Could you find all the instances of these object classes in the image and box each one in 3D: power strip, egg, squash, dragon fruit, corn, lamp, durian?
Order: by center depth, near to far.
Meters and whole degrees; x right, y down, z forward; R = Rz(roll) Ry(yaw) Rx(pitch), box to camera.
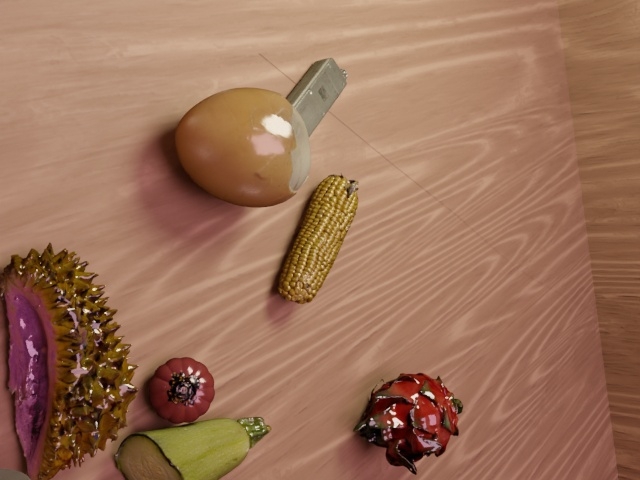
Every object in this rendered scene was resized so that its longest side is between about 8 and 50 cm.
[{"bbox_3d":[-0.339,0.170,0.994,0.191,0.112,0.342,-6,92,-46],"label":"durian"},{"bbox_3d":[-0.225,0.243,1.133,0.107,0.092,0.108,3,79,-14],"label":"lamp"},{"bbox_3d":[-0.196,0.363,1.162,0.287,0.137,0.138,7,84,-58],"label":"squash"},{"bbox_3d":[-0.128,-0.157,1.177,0.244,0.201,0.201,3,87,-36],"label":"egg"},{"bbox_3d":[0.000,0.000,1.391,0.106,0.106,0.293,41,61,-40],"label":"corn"},{"bbox_3d":[-0.031,-0.265,1.397,0.078,0.052,0.272,55,53,-33],"label":"power strip"},{"bbox_3d":[0.188,0.392,1.533,0.273,0.193,0.193,-9,96,-20],"label":"dragon fruit"}]

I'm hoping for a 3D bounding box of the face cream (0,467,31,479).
[{"bbox_3d":[-0.432,0.396,0.803,0.218,0.218,0.180,-15,101,-48],"label":"face cream"}]
